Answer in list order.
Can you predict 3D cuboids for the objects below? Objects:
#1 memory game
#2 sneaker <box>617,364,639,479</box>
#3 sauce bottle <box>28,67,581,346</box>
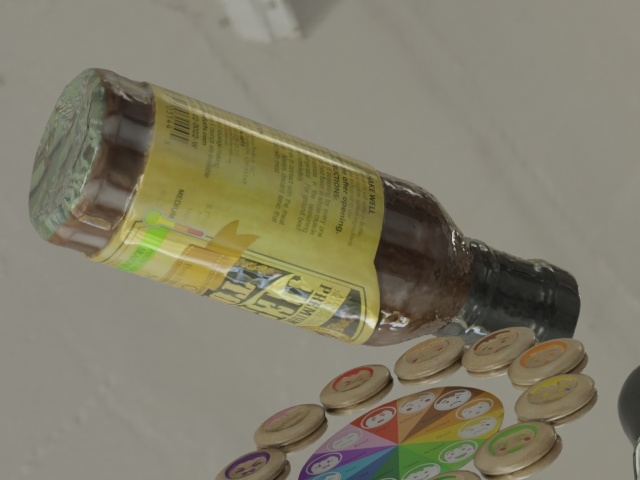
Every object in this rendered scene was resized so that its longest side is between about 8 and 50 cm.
[{"bbox_3d":[0.034,0.087,0.865,0.186,0.186,0.012,-45,-63,-48],"label":"memory game"},{"bbox_3d":[0.291,0.159,1.492,0.146,0.330,0.122,12,-78,-23],"label":"sneaker"},{"bbox_3d":[0.000,0.000,1.179,0.344,0.111,0.111,19,-118,-22],"label":"sauce bottle"}]
